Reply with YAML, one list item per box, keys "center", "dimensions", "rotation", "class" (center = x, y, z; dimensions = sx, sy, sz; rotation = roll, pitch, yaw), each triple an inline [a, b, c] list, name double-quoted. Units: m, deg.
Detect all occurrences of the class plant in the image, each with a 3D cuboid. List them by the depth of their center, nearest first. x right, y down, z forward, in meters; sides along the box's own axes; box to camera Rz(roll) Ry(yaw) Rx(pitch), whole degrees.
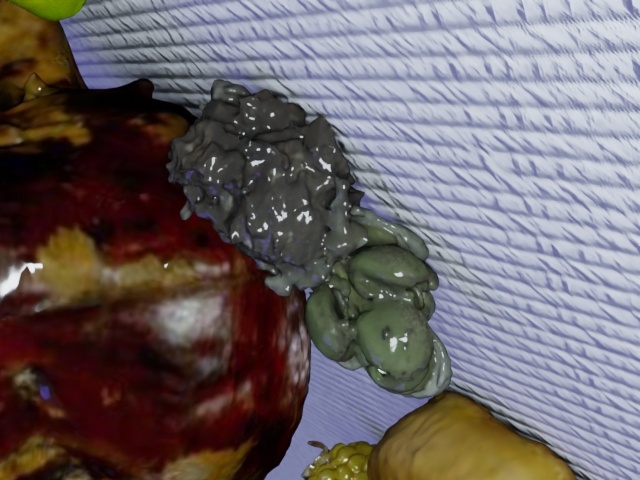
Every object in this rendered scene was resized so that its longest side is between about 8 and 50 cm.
- center: [0.000, 0.000, 0.842]
  dimensions: [0.174, 0.087, 0.085]
  rotation: [50, -160, 5]
  class: "plant"

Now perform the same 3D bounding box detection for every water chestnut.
- center: [-0.167, 0.006, 1.031]
  dimensions: [0.335, 0.347, 0.335]
  rotation: [3, -179, 0]
  class: "water chestnut"

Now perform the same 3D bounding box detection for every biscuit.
- center: [0.137, 0.215, 1.062]
  dimensions: [0.296, 0.102, 0.296]
  rotation: [47, 170, 11]
  class: "biscuit"

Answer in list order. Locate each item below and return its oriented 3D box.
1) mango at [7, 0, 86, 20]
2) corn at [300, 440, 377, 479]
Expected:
- center: [-0.145, -0.144, 0.909]
  dimensions: [0.073, 0.056, 0.108]
  rotation: [47, 175, 30]
  class: "mango"
- center: [0.095, 0.268, 1.451]
  dimensions: [0.310, 0.101, 0.101]
  rotation: [44, 170, 1]
  class: "corn"
